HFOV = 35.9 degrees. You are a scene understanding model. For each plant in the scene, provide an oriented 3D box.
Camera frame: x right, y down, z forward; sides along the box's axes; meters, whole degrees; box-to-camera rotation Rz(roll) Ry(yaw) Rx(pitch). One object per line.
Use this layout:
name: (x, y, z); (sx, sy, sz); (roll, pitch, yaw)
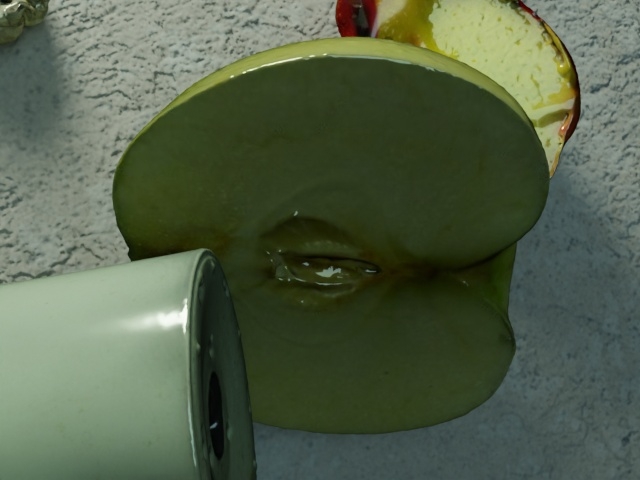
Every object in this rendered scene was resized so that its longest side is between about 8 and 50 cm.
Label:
plant: (-0.307, -0.231, 0.881); (0.117, 0.122, 0.104); (-26, 81, -10)

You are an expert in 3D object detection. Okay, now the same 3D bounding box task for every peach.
peach: (0.134, -0.180, 0.990); (0.267, 0.154, 0.158); (33, 85, -6)

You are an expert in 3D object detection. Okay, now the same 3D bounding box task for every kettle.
kettle: (-0.250, 0.179, 0.699); (0.377, 0.361, 0.250); (-7, 121, 4)

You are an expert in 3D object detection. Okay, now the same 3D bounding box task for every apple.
apple: (0.000, 0.000, 0.853); (0.361, 0.311, 0.319); (5, 77, -1)
